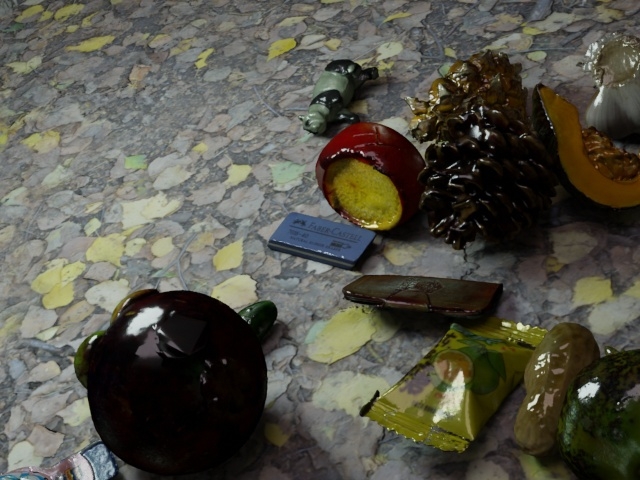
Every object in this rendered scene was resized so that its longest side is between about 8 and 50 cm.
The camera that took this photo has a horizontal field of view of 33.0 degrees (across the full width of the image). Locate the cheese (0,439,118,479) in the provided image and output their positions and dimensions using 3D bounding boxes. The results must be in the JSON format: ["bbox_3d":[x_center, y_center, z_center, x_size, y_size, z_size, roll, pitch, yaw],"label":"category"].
[{"bbox_3d":[-0.459,0.416,1.723,0.286,0.074,0.189,-29,41,-11],"label":"cheese"}]

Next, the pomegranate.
[{"bbox_3d":[0.432,0.249,1.462,0.222,0.276,0.204,11,85,5],"label":"pomegranate"}]

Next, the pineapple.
[{"bbox_3d":[0.313,-0.265,2.049,0.334,0.161,0.158,-15,50,-32],"label":"pineapple"}]

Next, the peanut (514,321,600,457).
[{"bbox_3d":[0.344,0.219,1.581,0.108,0.095,0.226,-27,31,50],"label":"peanut"}]

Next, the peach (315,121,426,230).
[{"bbox_3d":[0.096,-0.115,1.999,0.190,0.196,0.226,-47,34,19],"label":"peach"}]

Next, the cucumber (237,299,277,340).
[{"bbox_3d":[-0.163,0.184,1.865,0.227,0.069,0.069,-42,44,-21],"label":"cucumber"}]

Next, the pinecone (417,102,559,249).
[{"bbox_3d":[0.281,-0.109,1.853,0.243,0.243,0.257,19,33,38],"label":"pinecone"}]

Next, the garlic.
[{"bbox_3d":[0.557,-0.307,2.012,0.207,0.207,0.257,-26,32,-6],"label":"garlic"}]

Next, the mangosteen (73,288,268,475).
[{"bbox_3d":[-0.234,0.219,1.681,0.311,0.311,0.311,-12,40,11],"label":"mangosteen"}]

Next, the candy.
[{"bbox_3d":[0.212,0.208,1.652,0.187,0.081,0.297,17,44,36],"label":"candy"}]

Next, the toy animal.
[{"bbox_3d":[0.031,-0.308,2.320,0.121,0.094,0.225,-3,51,35],"label":"toy animal"}]

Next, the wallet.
[{"bbox_3d":[0.169,0.091,1.814,0.255,0.031,0.137,4,16,25],"label":"wallet"}]

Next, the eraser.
[{"bbox_3d":[0.000,0.000,2.025,0.225,0.036,0.082,15,53,35],"label":"eraser"}]

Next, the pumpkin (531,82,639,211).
[{"bbox_3d":[0.447,-0.127,1.887,0.278,0.111,0.163,34,56,6],"label":"pumpkin"}]
